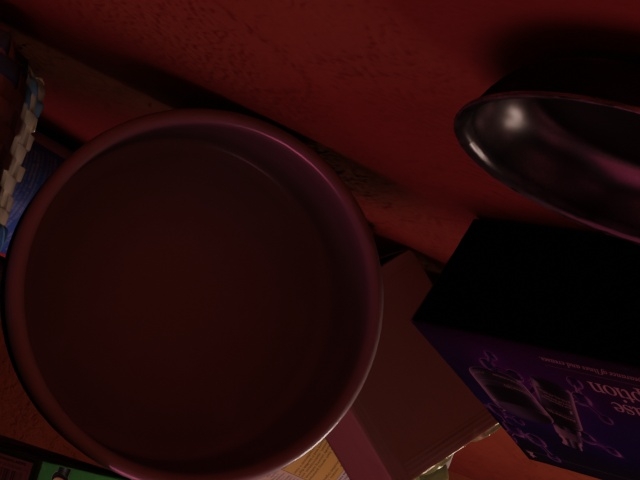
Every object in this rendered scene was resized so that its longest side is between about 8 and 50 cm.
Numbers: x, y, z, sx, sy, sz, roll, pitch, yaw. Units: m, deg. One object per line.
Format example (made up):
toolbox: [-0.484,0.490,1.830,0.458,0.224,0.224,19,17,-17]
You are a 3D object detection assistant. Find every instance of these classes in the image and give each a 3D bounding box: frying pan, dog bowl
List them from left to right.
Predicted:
dog bowl: [-0.095,0.042,1.043,0.265,0.265,0.104,25,170,-15]
frying pan: [0.203,-0.032,0.666,0.197,0.053,0.326,30,165,-36]

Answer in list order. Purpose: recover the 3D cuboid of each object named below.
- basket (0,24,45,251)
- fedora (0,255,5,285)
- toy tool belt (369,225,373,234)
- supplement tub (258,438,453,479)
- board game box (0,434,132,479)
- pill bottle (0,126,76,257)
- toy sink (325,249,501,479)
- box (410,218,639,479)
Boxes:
basket: [-0.329,-0.036,1.056,0.201,0.289,0.255,22,170,-1]
fedora: [-0.249,0.060,1.535,0.275,0.124,0.243,18,-156,27]
toy tool belt: [0.000,0.000,1.218,0.083,0.051,0.052,20,169,12]
supplement tub: [-0.033,0.177,1.639,0.331,0.241,0.241,27,168,-22]
board game box: [-0.279,0.153,1.052,0.317,0.046,0.213,12,171,24]
pill bottle: [-0.285,-0.047,1.361,0.124,0.124,0.221,11,165,44]
toy sink: [0.074,0.140,1.296,0.234,0.131,0.153,59,165,-1]
box: [0.218,0.090,0.986,0.261,0.103,0.184,9,150,50]
